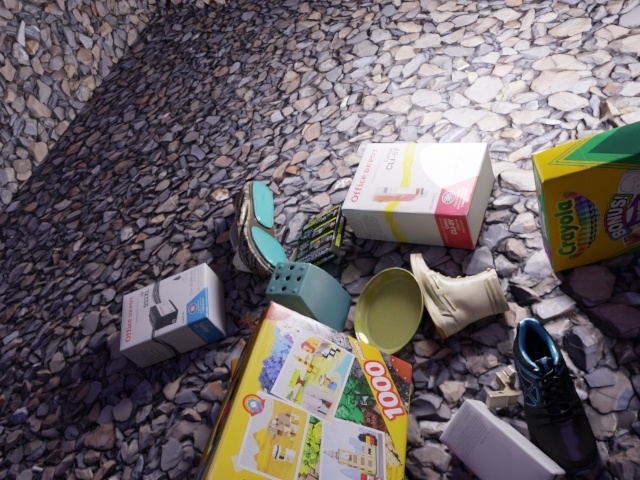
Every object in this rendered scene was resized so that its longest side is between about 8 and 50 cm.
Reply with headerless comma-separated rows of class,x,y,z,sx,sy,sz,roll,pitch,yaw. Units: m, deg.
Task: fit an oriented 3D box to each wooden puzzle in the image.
wooden puzzle,-0.224,0.243,1.762,0.083,0.006,0.049,11,59,33

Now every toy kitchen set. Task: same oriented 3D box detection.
toy kitchen set,0.404,0.326,1.301,0.075,0.068,0.083,-2,24,-12

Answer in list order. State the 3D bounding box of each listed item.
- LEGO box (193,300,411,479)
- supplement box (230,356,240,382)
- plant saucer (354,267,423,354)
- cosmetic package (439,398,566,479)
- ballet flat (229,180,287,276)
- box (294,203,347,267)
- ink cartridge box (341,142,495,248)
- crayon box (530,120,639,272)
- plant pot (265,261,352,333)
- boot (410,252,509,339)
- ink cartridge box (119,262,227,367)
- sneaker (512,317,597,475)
LEGO box,-0.030,0.423,1.176,0.373,0.193,0.500,25,38,-7
supplement box,-0.131,0.349,1.581,0.234,0.080,0.078,-16,47,12
plant saucer,0.187,0.192,1.521,0.241,0.037,0.240,-27,51,40
cosmetic package,0.380,0.454,1.209,0.231,0.086,0.117,39,102,41
ballet flat,-0.222,-0.006,1.887,0.182,0.164,0.482,-42,37,21
box,0.000,0.000,1.767,0.191,0.045,0.184,-30,35,43
ink cartridge box,0.291,-0.143,1.709,0.385,0.160,0.279,5,57,30
crayon box,0.678,-0.096,1.334,0.313,0.363,0.106,-18,48,14
plant pot,-0.045,0.166,1.577,0.166,0.234,0.165,1,54,29
boot,0.361,0.112,1.511,0.204,0.095,0.261,-24,48,8
ink cartridge box,-0.465,0.237,1.804,0.308,0.129,0.223,-22,47,10
sneaker,0.491,0.329,1.238,0.125,0.139,0.340,-19,49,9
